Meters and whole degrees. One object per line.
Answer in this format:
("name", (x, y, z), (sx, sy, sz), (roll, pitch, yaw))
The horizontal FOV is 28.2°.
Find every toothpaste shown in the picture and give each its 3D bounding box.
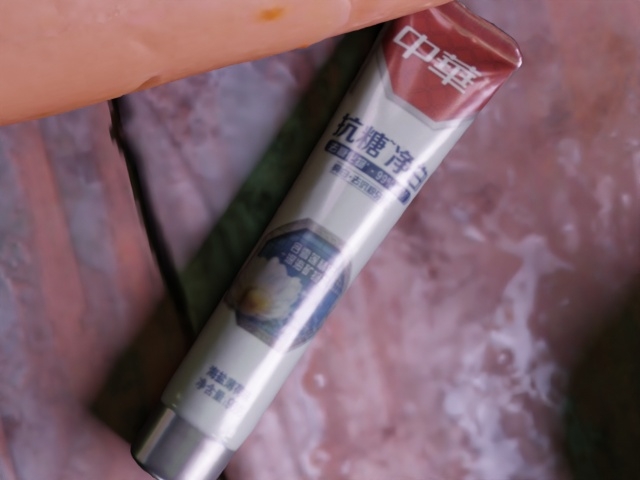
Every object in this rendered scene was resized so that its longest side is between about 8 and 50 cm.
("toothpaste", (0.000, 0.000, 0.543), (0.062, 0.039, 0.239), (34, 85, -5))

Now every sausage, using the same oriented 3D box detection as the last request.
("sausage", (-0.064, -0.118, 0.478), (0.304, 0.121, 0.121), (-15, 97, -10))
